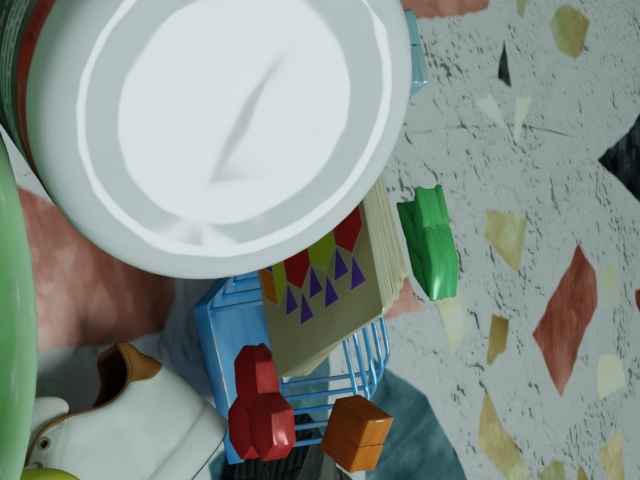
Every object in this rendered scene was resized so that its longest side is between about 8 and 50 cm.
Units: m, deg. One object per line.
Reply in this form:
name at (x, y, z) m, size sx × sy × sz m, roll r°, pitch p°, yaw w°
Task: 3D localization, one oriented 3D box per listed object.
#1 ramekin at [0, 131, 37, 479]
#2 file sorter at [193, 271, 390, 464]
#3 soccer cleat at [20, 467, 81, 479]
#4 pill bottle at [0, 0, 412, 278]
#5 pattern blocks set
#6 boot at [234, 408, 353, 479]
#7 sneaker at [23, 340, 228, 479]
ramekin at (-0.265, 0.021, 0.871) m, size 0.303 × 0.148 × 0.303 m, roll -9°, pitch 90°, yaw -75°
file sorter at (-0.015, 0.076, 1.361) m, size 0.170 × 0.104 × 0.118 m, roll -55°, pitch 135°, yaw -74°
soccer cleat at (-0.242, 0.170, 1.039) m, size 0.289 × 0.093 × 0.121 m, roll -7°, pitch 137°, yaw -38°
pill bottle at (-0.112, -0.143, 1.067) m, size 0.210 × 0.363 × 0.210 m, roll -11°, pitch 120°, yaw -21°
pattern blocks set at (0.000, 0.000, 1.126) m, size 0.026 × 0.325 × 0.285 m, roll -4°, pitch 83°, yaw -24°
boot at (-0.024, 0.266, 1.409) m, size 0.161 × 0.083 × 0.246 m, roll 55°, pitch 49°, yaw -44°
sneaker at (-0.187, 0.183, 1.203) m, size 0.123 × 0.106 × 0.290 m, roll 45°, pitch 51°, yaw -9°
